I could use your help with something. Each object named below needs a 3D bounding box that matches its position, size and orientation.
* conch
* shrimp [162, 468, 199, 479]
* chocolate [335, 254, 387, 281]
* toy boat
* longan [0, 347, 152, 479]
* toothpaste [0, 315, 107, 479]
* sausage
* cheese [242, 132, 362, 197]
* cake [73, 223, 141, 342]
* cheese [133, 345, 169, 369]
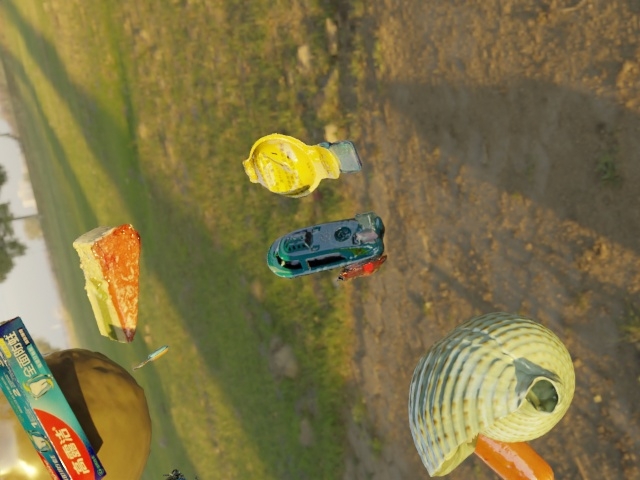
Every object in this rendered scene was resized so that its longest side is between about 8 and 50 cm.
[{"bbox_3d":[0.261,0.230,1.368,0.215,0.303,0.319,55,169,24],"label":"conch"},{"bbox_3d":[-0.187,0.357,1.121,0.174,0.076,0.082,-91,7,-83],"label":"shrimp"},{"bbox_3d":[0.066,0.048,1.403,0.182,0.086,0.028,130,119,-84],"label":"chocolate"},{"bbox_3d":[0.000,0.000,2.026,0.092,0.299,0.134,54,-150,-48],"label":"toy boat"},{"bbox_3d":[-0.554,0.419,1.719,0.404,0.436,0.404,6,103,28],"label":"longan"},{"bbox_3d":[-0.481,0.287,1.475,0.076,0.066,0.320,-15,105,46],"label":"toothpaste"},{"bbox_3d":[0.352,0.415,1.820,0.348,0.097,0.094,42,163,15],"label":"sausage"},{"bbox_3d":[-0.037,-0.151,1.706,0.156,0.250,0.064,67,-148,-34],"label":"cheese"},{"bbox_3d":[-0.374,0.067,1.588,0.086,0.117,0.220,8,125,31],"label":"cake"},{"bbox_3d":[-0.409,0.283,2.084,0.047,0.111,0.017,-28,95,47],"label":"cheese"}]
